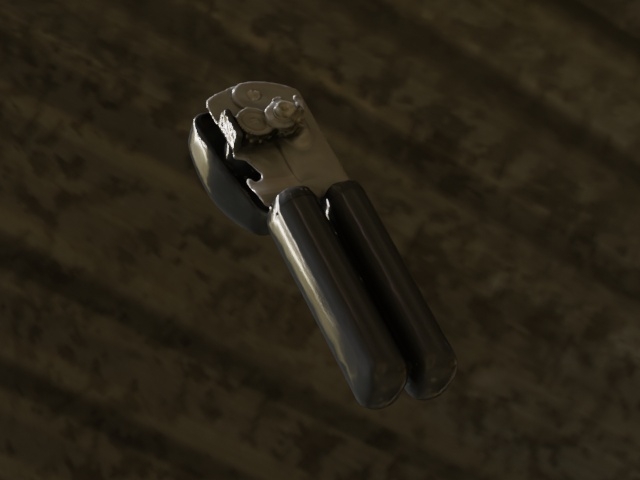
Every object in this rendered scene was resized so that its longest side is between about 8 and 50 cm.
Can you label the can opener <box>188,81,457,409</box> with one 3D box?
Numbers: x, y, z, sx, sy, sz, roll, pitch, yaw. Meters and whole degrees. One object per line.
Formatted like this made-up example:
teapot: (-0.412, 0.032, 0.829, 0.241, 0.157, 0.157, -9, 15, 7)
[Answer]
can opener: (0.000, 0.000, 1.224, 0.074, 0.280, 0.093, -10, -40, -28)
